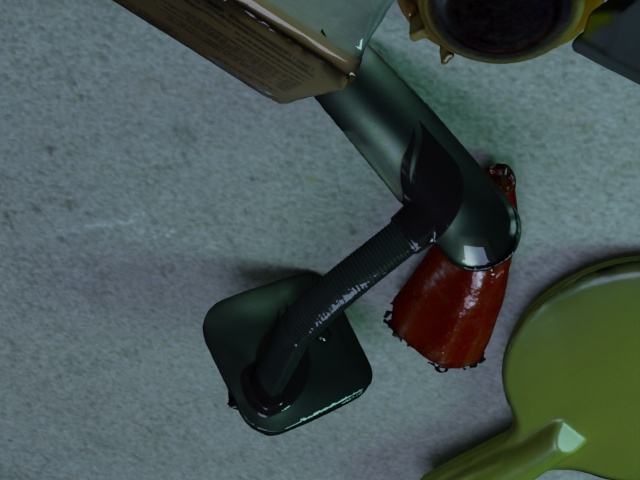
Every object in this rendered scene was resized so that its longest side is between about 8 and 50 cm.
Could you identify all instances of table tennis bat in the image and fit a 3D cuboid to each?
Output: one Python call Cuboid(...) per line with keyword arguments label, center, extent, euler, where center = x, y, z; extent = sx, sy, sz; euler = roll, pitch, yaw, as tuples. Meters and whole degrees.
Cuboid(label="table tennis bat", center=(0.215, 0.140, 1.297), extent=(0.224, 0.054, 0.368), euler=(38, 125, -17))

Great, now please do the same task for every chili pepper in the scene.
Cuboid(label="chili pepper", center=(0.111, 0.011, 1.215), extent=(0.088, 0.065, 0.169), euler=(36, 128, 21))

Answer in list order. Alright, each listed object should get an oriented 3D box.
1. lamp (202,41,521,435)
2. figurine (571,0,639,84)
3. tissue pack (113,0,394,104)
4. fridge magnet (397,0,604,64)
Cuboid(label="lamp", center=(-0.005, 0.000, 1.187), extent=(0.203, 0.124, 0.283), euler=(62, 144, 18))
Cuboid(label="figurine", center=(0.284, -0.207, 0.898), extent=(0.342, 0.167, 0.285), euler=(-18, 140, -25))
Cuboid(label="tissue pack", center=(-0.077, -0.252, 0.970), extent=(0.305, 0.238, 0.238), euler=(32, 131, -11))
Cuboid(label="fridge magnet", center=(0.117, -0.169, 1.047), extent=(0.143, 0.063, 0.143), euler=(4, 139, 3))
